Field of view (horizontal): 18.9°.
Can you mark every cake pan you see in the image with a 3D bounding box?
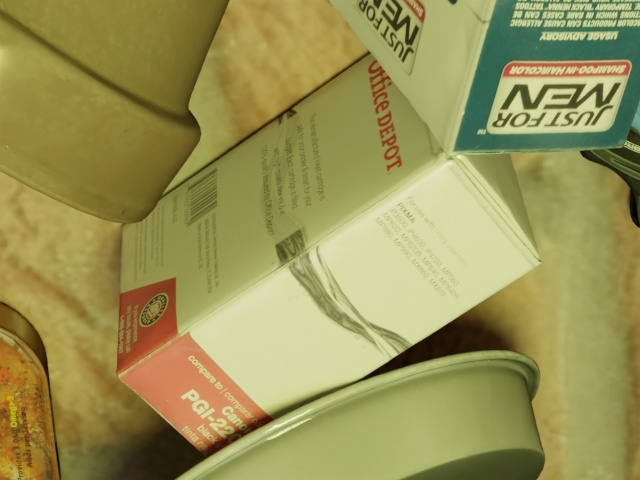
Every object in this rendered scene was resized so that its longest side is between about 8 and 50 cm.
[{"bbox_3d":[0.009,0.161,1.119,0.293,0.054,0.293,-24,159,-10],"label":"cake pan"}]

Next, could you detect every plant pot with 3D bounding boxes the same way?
[{"bbox_3d":[-0.127,-0.174,0.897,0.263,0.263,0.229,33,97,-23],"label":"plant pot"}]

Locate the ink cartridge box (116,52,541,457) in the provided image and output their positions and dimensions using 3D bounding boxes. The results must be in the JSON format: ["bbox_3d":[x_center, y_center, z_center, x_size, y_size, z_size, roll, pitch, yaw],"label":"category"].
[{"bbox_3d":[0.000,0.000,1.050,0.218,0.158,0.092,-35,118,17],"label":"ink cartridge box"}]

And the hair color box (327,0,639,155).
[{"bbox_3d":[0.108,-0.230,0.890,0.105,0.174,0.347,-3,126,-25],"label":"hair color box"}]

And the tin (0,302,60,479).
[{"bbox_3d":[-0.216,0.117,1.179,0.106,0.040,0.190,-5,124,-7],"label":"tin"}]

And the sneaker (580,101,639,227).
[{"bbox_3d":[0.223,-0.027,1.119,0.188,0.067,0.078,36,134,-27],"label":"sneaker"}]
